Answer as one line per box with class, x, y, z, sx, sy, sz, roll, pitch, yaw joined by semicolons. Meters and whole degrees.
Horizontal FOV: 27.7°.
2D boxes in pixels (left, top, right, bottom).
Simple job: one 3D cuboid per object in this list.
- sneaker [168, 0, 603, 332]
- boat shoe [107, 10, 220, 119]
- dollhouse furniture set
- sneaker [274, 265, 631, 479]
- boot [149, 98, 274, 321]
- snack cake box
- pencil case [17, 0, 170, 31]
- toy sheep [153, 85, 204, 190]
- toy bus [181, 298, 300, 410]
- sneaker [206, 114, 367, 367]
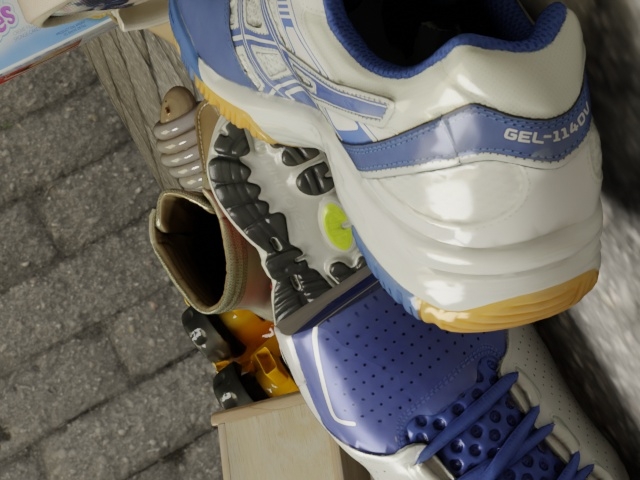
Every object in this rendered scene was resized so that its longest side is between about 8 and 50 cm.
sneaker;0.022;-0.094;0.539;0.296;0.112;0.131;46;149;45
boat shoe;-0.142;-0.215;1.030;0.302;0.098;0.109;63;171;-7
dollhouse furniture set;0.074;0.231;1.099;0.355;0.303;0.173;23;-126;-58
sneaker;0.122;0.144;0.630;0.315;0.127;0.182;57;169;-19
boot;-0.081;-0.036;1.055;0.165;0.077;0.213;12;-122;-64
snack cake box;-0.262;-0.210;1.186;0.089;0.264;0.152;64;171;-10
pencil case;-0.168;-0.307;0.694;0.410;0.160;0.183;63;173;-10
toy sheep;-0.122;-0.096;1.322;0.132;0.091;0.091;64;171;-14
toy bus;-0.001;0.116;1.203;0.211;0.149;0.220;48;-175;-44
sneaker;0.000;0.000;0.995;0.118;0.107;0.279;-95;-14;-63
